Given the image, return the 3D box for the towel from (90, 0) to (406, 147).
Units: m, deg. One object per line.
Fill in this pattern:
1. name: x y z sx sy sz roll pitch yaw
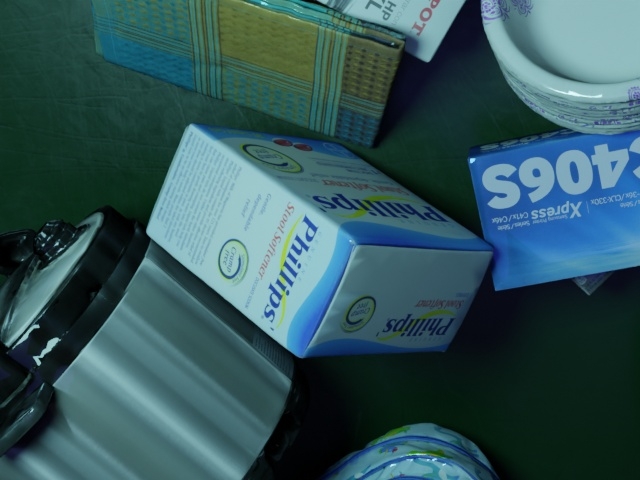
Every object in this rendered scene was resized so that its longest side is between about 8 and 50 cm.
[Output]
1. towel: -0.093 -0.228 1.548 0.370 0.271 0.040 18 69 1

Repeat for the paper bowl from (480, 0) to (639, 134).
1. paper bowl: 0.331 -0.254 1.477 0.284 0.148 0.284 -7 67 17

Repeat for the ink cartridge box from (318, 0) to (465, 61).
1. ink cartridge box: 0.037 -0.372 1.469 0.307 0.129 0.223 27 100 -20

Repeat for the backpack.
1. backpack: 0.088 0.404 1.701 0.355 0.273 0.290 -41 90 4

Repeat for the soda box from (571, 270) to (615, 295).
1. soda box: 0.385 -0.061 1.595 0.092 0.083 0.263 43 106 -3

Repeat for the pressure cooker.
1. pressure cooker: -0.270 0.162 1.585 0.420 0.370 0.375 43 62 -16

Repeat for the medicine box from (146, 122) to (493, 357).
1. medicine box: 0.000 0.000 1.515 0.289 0.263 0.149 35 111 36

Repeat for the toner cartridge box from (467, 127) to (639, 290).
1. toner cartridge box: 0.355 -0.057 1.517 0.348 0.075 0.165 -11 103 12
